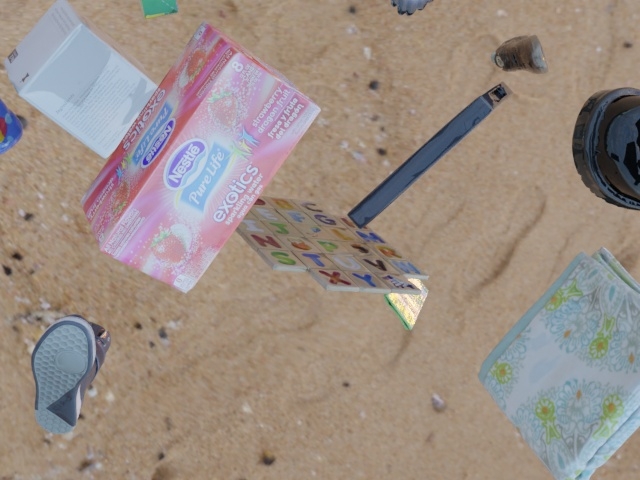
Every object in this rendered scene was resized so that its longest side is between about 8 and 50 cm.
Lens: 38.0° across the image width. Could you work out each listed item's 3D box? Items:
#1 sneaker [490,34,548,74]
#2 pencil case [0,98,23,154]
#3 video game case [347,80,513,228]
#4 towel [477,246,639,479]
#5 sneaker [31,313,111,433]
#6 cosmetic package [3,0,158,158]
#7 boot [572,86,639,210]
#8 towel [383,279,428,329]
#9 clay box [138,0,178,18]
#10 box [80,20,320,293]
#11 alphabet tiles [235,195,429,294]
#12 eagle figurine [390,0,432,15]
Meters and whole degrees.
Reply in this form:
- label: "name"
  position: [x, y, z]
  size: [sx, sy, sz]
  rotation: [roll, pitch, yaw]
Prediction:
- label: "sneaker"
  position: [0.328, -0.299, 1.539]
  size: [0.071, 0.188, 0.066]
  rotation: [-21, 101, 9]
- label: "pencil case"
  position: [-0.609, -0.259, 1.489]
  size: [0.119, 0.133, 0.306]
  rotation: [-39, 118, -13]
- label: "video game case"
  position: [0.180, -0.140, 1.479]
  size: [0.275, 0.248, 0.035]
  rotation: [-42, 88, 23]
- label: "towel"
  position: [0.495, 0.230, 1.756]
  size: [0.090, 0.320, 0.374]
  rotation: [26, 109, -34]
- label: "sneaker"
  position: [-0.357, 0.150, 1.353]
  size: [0.086, 0.163, 0.226]
  rotation: [18, 129, -6]
- label: "cosmetic package"
  position: [-0.384, -0.263, 1.505]
  size: [0.151, 0.151, 0.184]
  rotation: [-47, 130, 4]
- label: "boot"
  position: [0.475, -0.077, 1.009]
  size: [0.348, 0.260, 0.131]
  rotation: [19, 84, -29]
- label: "towel"
  position: [0.200, 0.128, 2.200]
  size: [0.113, 0.023, 0.152]
  rotation: [53, 38, -16]
- label: "clay box"
  position: [-0.246, -0.386, 1.341]
  size: [0.053, 0.222, 0.127]
  rotation: [-13, 105, -7]
- label: "box"
  position: [-0.160, -0.106, 1.194]
  size: [0.142, 0.154, 0.300]
  rotation: [30, 102, -34]
- label: "alphabet tiles"
  position: [0.000, 0.000, 1.464]
  size: [0.285, 0.342, 0.011]
  rotation: [5, 112, -33]
- label: "eagle figurine"
  position: [0.174, -0.490, 1.301]
  size: [0.226, 0.298, 0.225]
  rotation: [-10, 68, -55]
